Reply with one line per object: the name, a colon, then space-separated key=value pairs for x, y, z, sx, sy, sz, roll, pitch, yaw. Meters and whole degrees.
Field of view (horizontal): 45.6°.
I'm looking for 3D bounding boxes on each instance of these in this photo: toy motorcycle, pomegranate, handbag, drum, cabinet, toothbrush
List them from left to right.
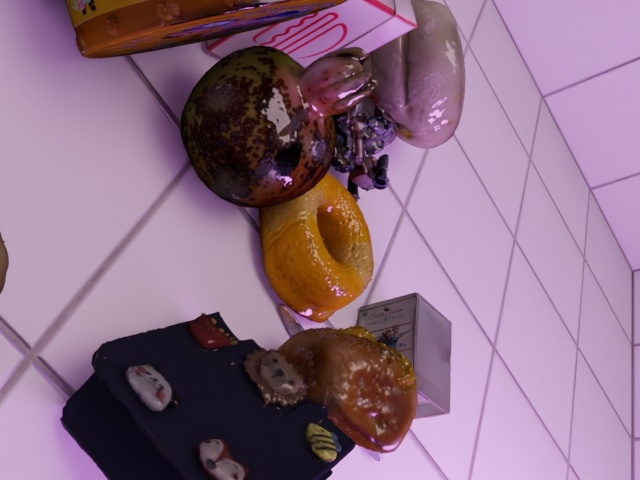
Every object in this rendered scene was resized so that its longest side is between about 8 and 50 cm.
drum: x=-0.176 y=-0.415 z=1.117 sx=0.431 sy=0.431 sz=0.214 roll=-31 pitch=113 yaw=-56
handbag: x=-0.134 y=0.242 z=1.026 sx=0.303 sy=0.122 sz=0.329 roll=43 pitch=27 yaw=16
pomegranate: x=-0.058 y=-0.207 z=1.272 sx=0.285 sy=0.341 sz=0.285 roll=43 pitch=34 yaw=-39
toothbrush: x=0.022 y=0.270 z=1.426 sx=0.375 sy=0.028 sz=0.037 roll=58 pitch=9 yaw=-17
toy motorcycle: x=0.085 y=-0.194 z=1.665 sx=0.207 sy=0.134 sz=0.401 roll=29 pitch=50 yaw=-37
cabinet: x=0.166 y=0.240 z=1.543 sx=0.150 sy=0.145 sz=0.206 roll=41 pitch=44 yaw=-38

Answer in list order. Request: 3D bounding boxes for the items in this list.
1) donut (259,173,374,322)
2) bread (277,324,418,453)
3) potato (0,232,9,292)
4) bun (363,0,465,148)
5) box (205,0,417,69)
donut: x=0.000 y=0.000 z=1.454 sx=0.303 sy=0.110 sz=0.302 roll=36 pitch=43 yaw=-42
bread: x=0.034 y=0.231 z=1.271 sx=0.195 sy=0.246 sz=0.176 roll=39 pitch=68 yaw=-28
potato: x=-0.449 y=-0.014 z=0.793 sx=0.262 sy=0.165 sz=0.165 roll=46 pitch=40 yaw=-22
bun: x=0.210 y=-0.393 z=1.812 sx=0.365 sy=0.219 sz=0.365 roll=170 pitch=-90 yaw=-87
box: x=-0.043 y=-0.521 z=1.483 sx=0.300 sy=0.312 sz=0.314 roll=5 pitch=68 yaw=-52
